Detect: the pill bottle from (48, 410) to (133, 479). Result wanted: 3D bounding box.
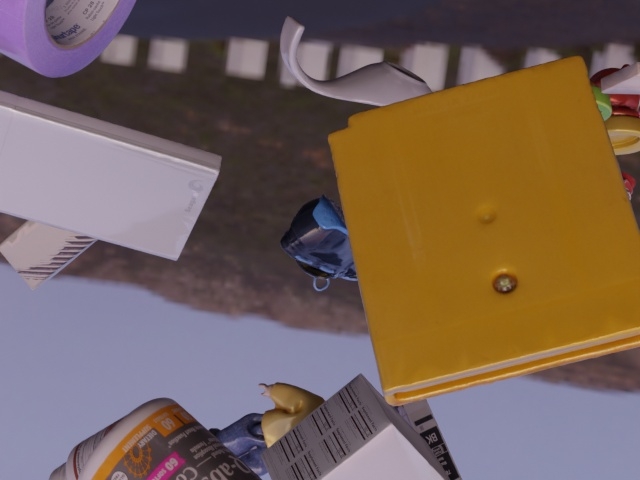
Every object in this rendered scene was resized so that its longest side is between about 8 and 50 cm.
[{"bbox_3d":[-0.288,0.327,2.151,0.216,0.121,0.121,-32,166,27],"label":"pill bottle"}]

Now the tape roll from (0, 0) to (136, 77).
[{"bbox_3d":[-0.340,-0.359,1.981,0.090,0.275,0.275,29,-168,17],"label":"tape roll"}]

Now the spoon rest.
[{"bbox_3d":[0.055,-0.237,2.183,0.276,0.084,0.137,22,-165,-28],"label":"spoon rest"}]

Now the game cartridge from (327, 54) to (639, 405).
[{"bbox_3d":[0.171,-0.015,1.510,0.285,0.324,0.053,-14,150,6],"label":"game cartridge"}]

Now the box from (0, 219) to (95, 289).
[{"bbox_3d":[-0.365,-0.043,2.293,0.275,0.094,0.113,-36,-175,31],"label":"box"}]

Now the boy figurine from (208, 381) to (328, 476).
[{"bbox_3d":[-0.044,0.303,2.407,0.285,0.177,0.092,-22,-172,8],"label":"boy figurine"}]

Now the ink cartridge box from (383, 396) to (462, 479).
[{"bbox_3d":[0.163,0.417,2.495,0.065,0.333,0.165,-19,171,-44],"label":"ink cartridge box"}]

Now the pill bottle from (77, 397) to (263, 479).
[{"bbox_3d":[-0.129,0.320,1.681,0.278,0.162,0.162,39,-164,16],"label":"pill bottle"}]

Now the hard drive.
[{"bbox_3d":[-0.312,-0.084,2.019,0.307,0.203,0.040,16,-133,-14],"label":"hard drive"}]

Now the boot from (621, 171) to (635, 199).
[{"bbox_3d":[0.410,-0.004,2.135,0.176,0.244,0.088,-27,162,-13],"label":"boot"}]

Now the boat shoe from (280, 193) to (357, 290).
[{"bbox_3d":[0.000,0.000,1.890,0.109,0.089,0.258,56,-176,22],"label":"boat shoe"}]

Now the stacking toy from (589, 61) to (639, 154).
[{"bbox_3d":[0.484,-0.253,2.330,0.279,0.130,0.309,15,159,-38],"label":"stacking toy"}]

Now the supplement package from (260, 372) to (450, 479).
[{"bbox_3d":[0.058,0.354,2.257,0.194,0.203,0.149,49,-176,-32],"label":"supplement package"}]
